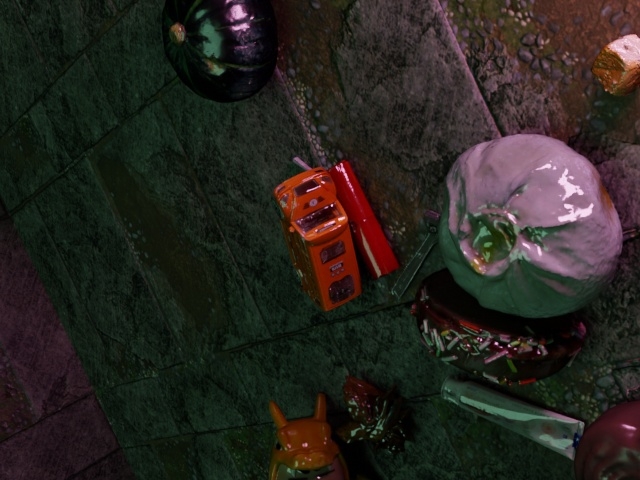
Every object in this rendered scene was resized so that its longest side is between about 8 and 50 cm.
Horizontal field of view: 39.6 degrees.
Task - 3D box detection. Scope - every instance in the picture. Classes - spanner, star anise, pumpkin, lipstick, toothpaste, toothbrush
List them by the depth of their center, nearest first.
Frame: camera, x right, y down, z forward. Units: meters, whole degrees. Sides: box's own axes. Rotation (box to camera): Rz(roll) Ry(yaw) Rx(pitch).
[{"bbox_3d":[0.416,0.376,1.937,0.323,0.066,0.100,20,119,34],"label":"toothpaste"},{"bbox_3d":[0.228,0.030,1.977,0.093,0.026,0.325,45,138,18],"label":"spanner"},{"bbox_3d":[-0.242,-0.474,2.040,0.315,0.238,0.315,25,125,42],"label":"pumpkin"},{"bbox_3d":[0.092,-0.048,2.041,0.073,0.073,0.280,-28,88,50],"label":"lipstick"},{"bbox_3d":[0.005,-0.143,2.125,0.194,0.014,0.017,41,135,24],"label":"toothbrush"},{"bbox_3d":[0.137,0.428,2.183,0.237,0.148,0.346,60,157,7],"label":"star anise"}]

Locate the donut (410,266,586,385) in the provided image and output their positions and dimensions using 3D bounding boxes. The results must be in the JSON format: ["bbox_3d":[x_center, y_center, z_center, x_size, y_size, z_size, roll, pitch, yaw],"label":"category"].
[{"bbox_3d":[0.331,0.176,1.765,0.345,0.259,0.136,25,120,35],"label":"donut"}]

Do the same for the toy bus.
[{"bbox_3d":[0.000,0.000,2.029,0.153,0.143,0.329,51,161,46],"label":"toy bus"}]

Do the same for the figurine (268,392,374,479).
[{"bbox_3d":[-0.040,0.639,2.404,0.401,0.268,0.387,21,127,44],"label":"figurine"}]

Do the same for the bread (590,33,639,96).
[{"bbox_3d":[0.502,-0.290,1.468,0.077,0.083,0.070,50,147,20],"label":"bread"}]

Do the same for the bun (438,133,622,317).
[{"bbox_3d":[0.367,-0.020,1.629,0.362,0.211,0.362,6,100,37],"label":"bun"}]

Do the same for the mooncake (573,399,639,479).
[{"bbox_3d":[0.650,0.463,1.652,0.334,0.174,0.326,-17,95,50],"label":"mooncake"}]
